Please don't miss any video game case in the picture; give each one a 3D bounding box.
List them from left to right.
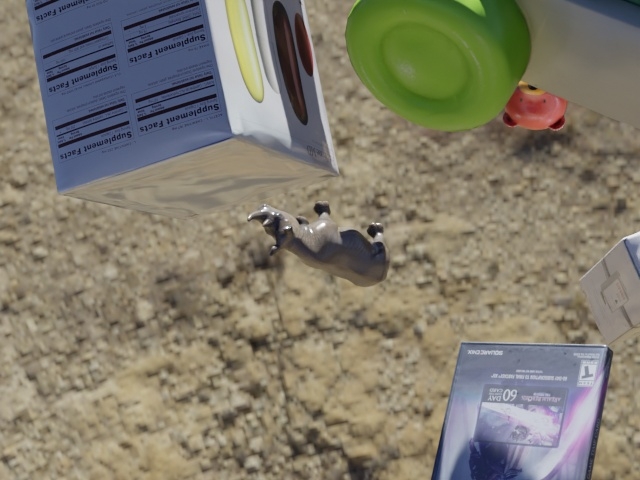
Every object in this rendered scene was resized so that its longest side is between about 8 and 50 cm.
[{"bbox_3d":[0.221,0.248,1.517,0.196,0.026,0.274,-2,63,38],"label":"video game case"}]

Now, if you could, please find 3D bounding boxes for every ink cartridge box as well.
[{"bbox_3d":[0.511,0.043,1.888,0.207,0.283,0.117,-21,78,-6],"label":"ink cartridge box"}]

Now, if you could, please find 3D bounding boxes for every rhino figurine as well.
[{"bbox_3d":[0.000,0.000,1.838,0.243,0.073,0.106,18,36,-34],"label":"rhino figurine"}]

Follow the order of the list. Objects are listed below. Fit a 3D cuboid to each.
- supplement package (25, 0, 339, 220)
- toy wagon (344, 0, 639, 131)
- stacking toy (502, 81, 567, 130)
[{"bbox_3d":[-0.104,-0.138,1.008,0.149,0.194,0.203,-15,80,21],"label":"supplement package"},{"bbox_3d":[0.178,-0.109,0.450,0.344,0.068,0.267,24,54,12],"label":"toy wagon"},{"bbox_3d":[0.204,-0.252,1.928,0.309,0.279,0.130,3,78,27],"label":"stacking toy"}]
